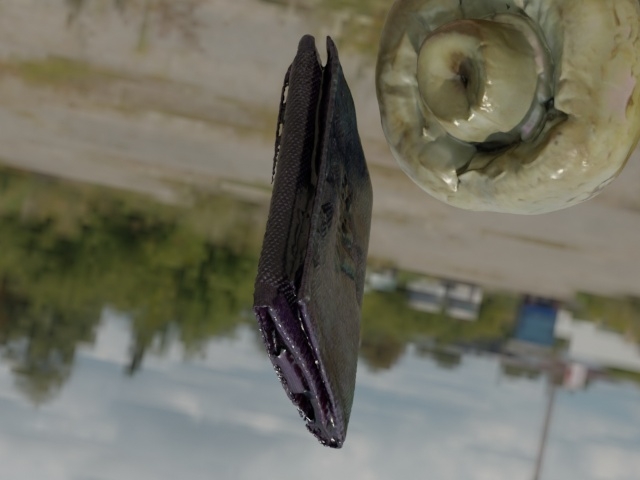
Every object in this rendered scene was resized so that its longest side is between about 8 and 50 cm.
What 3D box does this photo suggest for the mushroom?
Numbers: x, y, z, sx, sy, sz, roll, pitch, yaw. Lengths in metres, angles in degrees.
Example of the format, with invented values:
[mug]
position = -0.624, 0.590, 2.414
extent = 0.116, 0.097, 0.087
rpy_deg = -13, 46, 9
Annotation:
[mushroom]
position = 0.096, -0.080, 0.986
extent = 0.148, 0.148, 0.112
rpy_deg = 10, -169, 41

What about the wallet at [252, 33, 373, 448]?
[wallet]
position = -0.001, 0.000, 0.912
extent = 0.030, 0.166, 0.111
rpy_deg = -2, 138, 11
